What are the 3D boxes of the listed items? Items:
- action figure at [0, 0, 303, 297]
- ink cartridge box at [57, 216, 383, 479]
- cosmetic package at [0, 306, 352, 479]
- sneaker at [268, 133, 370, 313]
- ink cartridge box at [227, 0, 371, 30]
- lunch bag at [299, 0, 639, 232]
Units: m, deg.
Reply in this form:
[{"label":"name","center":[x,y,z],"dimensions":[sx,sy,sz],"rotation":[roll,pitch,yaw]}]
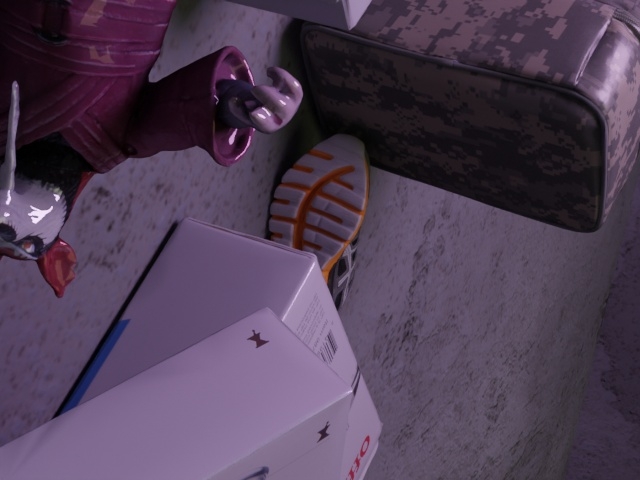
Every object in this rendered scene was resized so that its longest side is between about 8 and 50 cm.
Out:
[{"label":"action figure","center":[-0.145,-0.147,0.736],"dimensions":[0.276,0.248,0.370],"rotation":[-114,-140,-62]},{"label":"ink cartridge box","center":[-0.071,0.164,1.089],"dimensions":[0.223,0.129,0.307],"rotation":[-61,154,-25]},{"label":"cosmetic package","center":[-0.159,0.238,0.794],"dimensions":[0.377,0.097,0.284],"rotation":[-28,140,-30]},{"label":"sneaker","center":[0.000,0.000,1.206],"dimensions":[0.083,0.084,0.215],"rotation":[-30,142,-60]},{"label":"ink cartridge box","center":[-0.004,-0.264,0.949],"dimensions":[0.176,0.128,0.127],"rotation":[-60,153,-28]},{"label":"lunch bag","center":[0.172,-0.183,1.173],"dimensions":[0.256,0.305,0.212],"rotation":[-60,154,-24]}]
